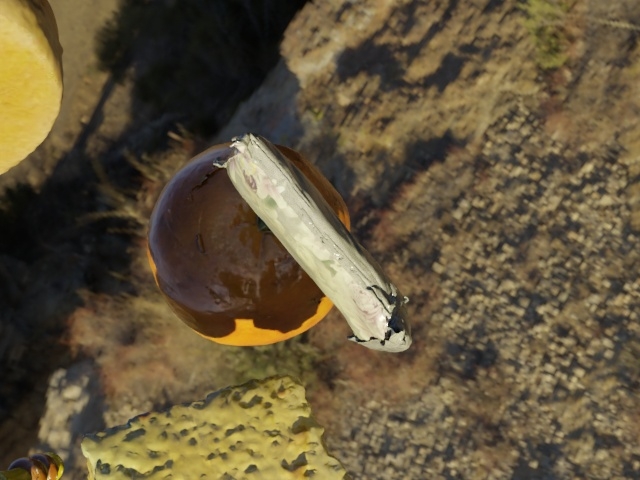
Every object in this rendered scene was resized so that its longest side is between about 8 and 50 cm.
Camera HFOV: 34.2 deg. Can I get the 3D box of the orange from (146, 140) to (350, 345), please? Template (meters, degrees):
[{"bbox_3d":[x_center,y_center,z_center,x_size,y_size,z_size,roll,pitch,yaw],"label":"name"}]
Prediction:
[{"bbox_3d":[-0.096,0.003,1.427,0.226,0.283,0.284,150,137,-66],"label":"orange"}]

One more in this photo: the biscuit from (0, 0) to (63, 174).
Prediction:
[{"bbox_3d":[-0.185,-0.065,0.392,0.170,0.170,0.050,-32,57,37],"label":"biscuit"}]

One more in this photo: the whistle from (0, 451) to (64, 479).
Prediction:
[{"bbox_3d":[-0.238,0.196,0.812,0.057,0.046,0.109,-60,-11,3],"label":"whistle"}]

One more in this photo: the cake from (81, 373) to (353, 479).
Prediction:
[{"bbox_3d":[-0.097,0.303,0.995,0.286,0.227,0.222,104,148,-54],"label":"cake"}]

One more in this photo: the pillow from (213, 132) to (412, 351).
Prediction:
[{"bbox_3d":[0.000,0.000,0.970,0.059,0.255,0.169,-39,2,-9],"label":"pillow"}]
